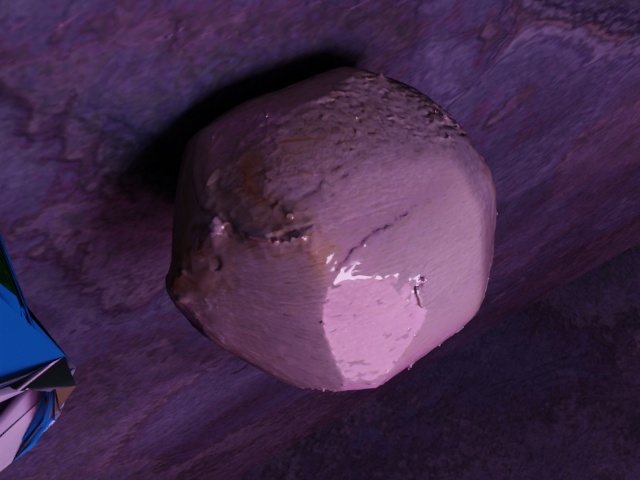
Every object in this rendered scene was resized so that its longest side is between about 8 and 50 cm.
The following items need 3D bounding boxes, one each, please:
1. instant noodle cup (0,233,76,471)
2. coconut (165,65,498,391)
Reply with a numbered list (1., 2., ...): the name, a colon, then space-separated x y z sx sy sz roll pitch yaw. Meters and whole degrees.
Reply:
1. instant noodle cup: -0.250 0.051 0.540 0.240 0.178 0.240 -30 164 -10
2. coconut: 0.000 -0.001 0.763 0.230 0.227 0.227 -32 165 -24
